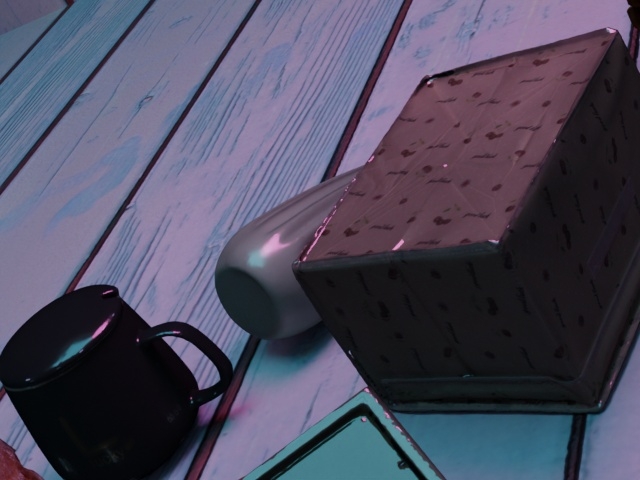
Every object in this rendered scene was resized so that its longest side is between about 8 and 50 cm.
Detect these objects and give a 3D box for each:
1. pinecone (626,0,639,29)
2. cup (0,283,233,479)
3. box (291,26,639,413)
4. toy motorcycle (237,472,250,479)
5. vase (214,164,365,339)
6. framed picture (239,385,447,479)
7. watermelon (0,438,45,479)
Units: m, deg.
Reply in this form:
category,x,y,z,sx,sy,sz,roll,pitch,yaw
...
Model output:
category,x,y,z,sx,sy,sz,roll,pitch,yaw
pinecone,0.418,-0.303,1.241,0.264,0.264,0.264,-25,28,14
cup,-0.202,0.136,1.216,0.223,0.176,0.169,-23,25,19
box,0.163,-0.016,1.078,0.225,0.190,0.297,-8,35,42
toy motorcycle,-0.076,0.280,0.930,0.150,0.102,0.221,-41,26,9
vase,0.000,0.000,1.298,0.128,0.128,0.248,-1,31,45
framed picture,0.026,0.267,0.788,0.232,0.024,0.315,-35,52,-8
watermelon,-0.270,0.260,0.992,0.140,0.257,0.193,-32,19,-1
